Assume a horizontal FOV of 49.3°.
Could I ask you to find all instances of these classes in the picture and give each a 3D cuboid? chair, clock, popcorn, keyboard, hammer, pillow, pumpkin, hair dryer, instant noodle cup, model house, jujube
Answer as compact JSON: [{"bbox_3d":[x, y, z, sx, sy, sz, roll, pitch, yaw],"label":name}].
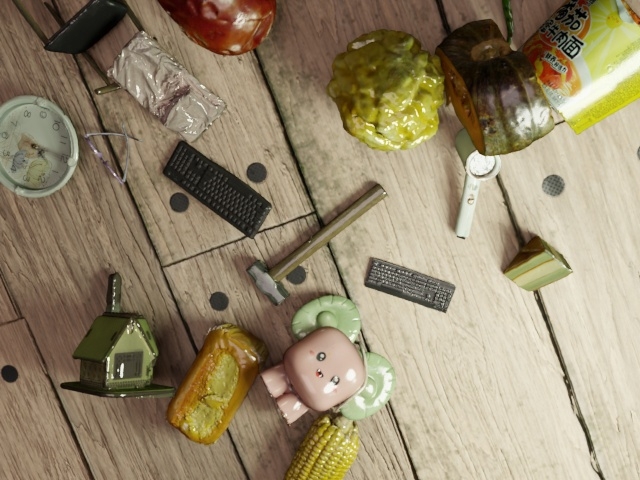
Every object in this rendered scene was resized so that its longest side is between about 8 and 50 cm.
[{"bbox_3d":[-0.496,-0.465,1.492,0.188,0.166,0.272,-37,93,14],"label":"chair"},{"bbox_3d":[-0.666,-0.219,1.624,0.236,0.053,0.237,1,98,8],"label":"clock"},{"bbox_3d":[0.139,-0.300,1.407,0.249,0.225,0.250,-1,88,22],"label":"popcorn"},{"bbox_3d":[-0.192,-0.085,1.559,0.381,0.041,0.104,34,104,8],"label":"keyboard"},{"bbox_3d":[0.000,0.000,1.565,0.365,0.043,0.111,-39,91,12],"label":"hammer"},{"bbox_3d":[-0.335,-0.326,1.515,0.135,0.049,0.248,-40,113,20],"label":"pillow"},{"bbox_3d":[0.329,-0.277,1.335,0.139,0.317,0.222,-23,128,4],"label":"pumpkin"},{"bbox_3d":[0.318,-0.111,1.470,0.073,0.131,0.237,0,121,-2],"label":"hair dryer"},{"bbox_3d":[0.509,-0.341,1.324,0.200,0.264,0.264,-39,93,23],"label":"instant noodle cup"},{"bbox_3d":[-0.450,0.213,1.592,0.218,0.204,0.279,1,84,37],"label":"model house"},{"bbox_3d":[-0.235,-0.519,1.417,0.318,0.223,0.223,43,104,10],"label":"jujube"},{"bbox_3d":[0.200,0.103,1.564,0.196,0.015,0.074,19,103,6],"label":"keyboard"}]

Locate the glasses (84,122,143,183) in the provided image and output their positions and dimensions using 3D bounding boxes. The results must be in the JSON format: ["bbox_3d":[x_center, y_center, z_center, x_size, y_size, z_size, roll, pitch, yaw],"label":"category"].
[{"bbox_3d":[-0.465,-0.215,1.607,0.103,0.062,0.140,-40,92,-8],"label":"glasses"}]

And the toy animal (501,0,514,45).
[{"bbox_3d":[0.402,-0.489,1.410,0.074,0.041,0.217,-3,104,11],"label":"toy animal"}]

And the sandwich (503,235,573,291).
[{"bbox_3d":[0.447,0.065,1.441,0.079,0.163,0.113,38,105,1],"label":"sandwich"}]

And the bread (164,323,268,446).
[{"bbox_3d":[-0.241,0.334,1.627,0.152,0.119,0.288,33,104,6],"label":"bread"}]

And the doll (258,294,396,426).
[{"bbox_3d":[0.006,0.283,1.560,0.268,0.216,0.284,-29,84,-8],"label":"doll"}]

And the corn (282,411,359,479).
[{"bbox_3d":[-0.012,0.541,1.622,0.130,0.130,0.347,28,104,3],"label":"corn"}]
